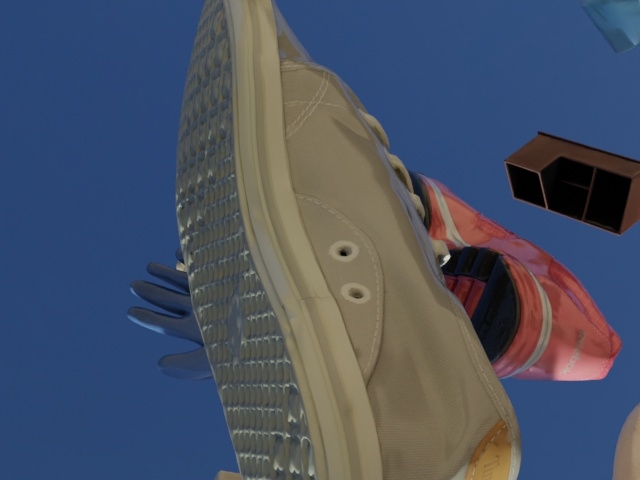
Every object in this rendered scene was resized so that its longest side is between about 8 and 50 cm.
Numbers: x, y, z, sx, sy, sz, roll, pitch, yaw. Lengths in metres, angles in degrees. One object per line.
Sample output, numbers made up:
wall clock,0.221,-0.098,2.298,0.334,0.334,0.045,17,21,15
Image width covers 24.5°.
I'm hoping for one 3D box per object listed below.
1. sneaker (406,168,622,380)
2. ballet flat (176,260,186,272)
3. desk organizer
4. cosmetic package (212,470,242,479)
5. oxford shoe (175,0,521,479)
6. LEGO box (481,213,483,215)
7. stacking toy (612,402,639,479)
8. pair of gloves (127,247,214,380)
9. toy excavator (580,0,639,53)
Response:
sneaker,0.132,0.040,1.197,0.136,0.116,0.314,18,-165,-24
ballet flat,-0.026,0.015,1.088,0.057,0.173,0.049,59,-151,-58
desk organizer,0.226,-0.051,1.289,0.050,0.130,0.047,-36,-54,-25
cosmetic package,-0.051,0.362,1.186,0.113,0.160,0.309,10,-126,-18
oxford shoe,0.000,0.000,0.846,0.130,0.169,0.449,-1,-138,-18
LEGO box,0.028,0.238,1.642,0.193,0.372,0.500,10,-105,-2
stacking toy,0.555,0.253,1.416,0.351,0.480,0.350,37,-140,-39
pair of gloves,-0.041,0.015,1.028,0.159,0.023,0.198,20,-105,22
toy excavator,0.226,-0.289,1.096,0.445,0.433,0.222,53,-149,-9
